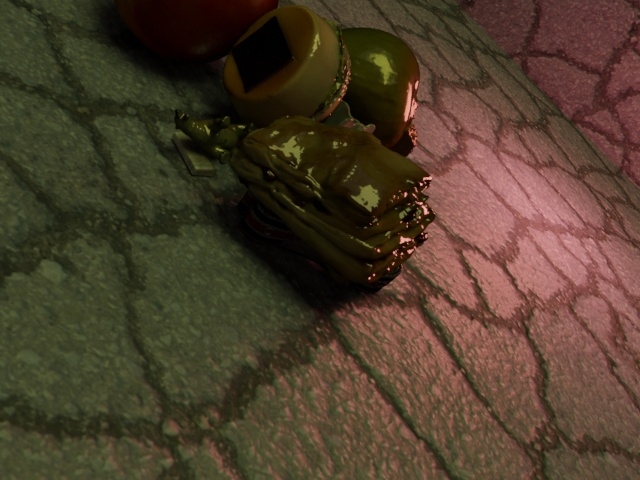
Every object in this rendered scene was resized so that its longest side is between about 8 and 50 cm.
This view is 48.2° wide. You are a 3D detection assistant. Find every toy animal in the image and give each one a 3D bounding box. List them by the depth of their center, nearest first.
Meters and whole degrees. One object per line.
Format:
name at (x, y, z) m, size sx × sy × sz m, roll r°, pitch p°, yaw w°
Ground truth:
toy animal at (-0.216, -0.218, 1.480) m, size 0.101 × 0.103 × 0.219 m, roll 25°, pitch 11°, yaw 18°

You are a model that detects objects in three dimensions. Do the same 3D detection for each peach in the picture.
peach at (-0.274, -0.589, 1.644) m, size 0.389 × 0.388 × 0.388 m, roll 26°, pitch 35°, yaw -21°

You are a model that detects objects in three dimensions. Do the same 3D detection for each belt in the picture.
belt at (0.000, 0.000, 1.459) m, size 0.360 × 0.094 × 0.126 m, roll 29°, pitch 39°, yaw -15°

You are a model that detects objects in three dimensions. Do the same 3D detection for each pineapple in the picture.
pineapple at (0.223, -0.346, 2.066) m, size 0.130 × 0.119 × 0.277 m, roll 38°, pitch 32°, yaw -16°

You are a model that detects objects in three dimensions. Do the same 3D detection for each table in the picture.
table at (0.028, -0.196, 1.598) m, size 0.167 × 0.198 × 0.166 m, roll 37°, pitch 23°, yaw -18°

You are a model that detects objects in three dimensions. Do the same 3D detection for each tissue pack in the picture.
tissue pack at (-0.260, -0.179, 1.472) m, size 0.056 × 0.023 × 0.108 m, roll -3°, pitch 51°, yaw -48°

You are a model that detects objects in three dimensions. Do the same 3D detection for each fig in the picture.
fig at (0.076, -0.375, 1.778) m, size 0.344 × 0.343 × 0.343 m, roll 26°, pitch 35°, yaw -21°

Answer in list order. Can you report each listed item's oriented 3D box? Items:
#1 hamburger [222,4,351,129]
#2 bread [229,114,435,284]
hamburger at (-0.068, -0.364, 1.569) m, size 0.176 × 0.300 × 0.300 m, roll 40°, pitch 23°, yaw -50°
bread at (0.049, -0.112, 1.381) m, size 0.370 × 0.191 × 0.314 m, roll 46°, pitch 39°, yaw 10°
